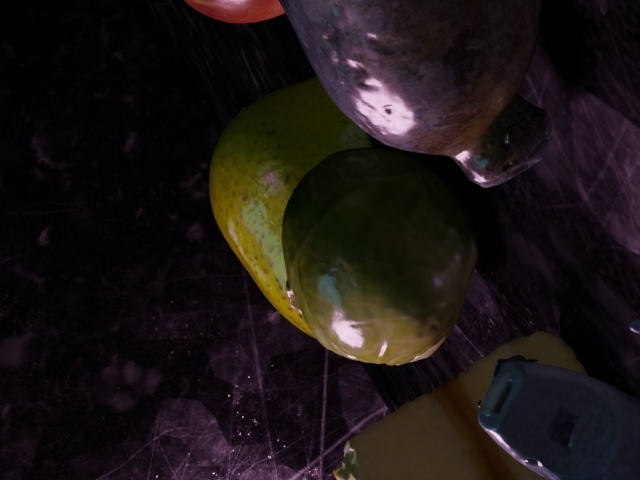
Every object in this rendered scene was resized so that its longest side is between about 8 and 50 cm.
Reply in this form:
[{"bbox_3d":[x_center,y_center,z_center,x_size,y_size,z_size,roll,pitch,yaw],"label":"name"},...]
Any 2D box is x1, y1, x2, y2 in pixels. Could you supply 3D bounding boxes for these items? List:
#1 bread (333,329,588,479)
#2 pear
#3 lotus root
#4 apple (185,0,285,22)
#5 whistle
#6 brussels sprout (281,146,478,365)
[{"bbox_3d":[0.149,0.218,0.953,0.198,0.263,0.236,63,173,3],"label":"bread"},{"bbox_3d":[0.000,0.000,1.229,0.342,0.239,0.318,76,171,-64],"label":"pear"},{"bbox_3d":[0.042,-0.175,0.560,0.349,0.175,0.175,64,172,-32],"label":"lotus root"},{"bbox_3d":[-0.076,-0.308,0.878,0.201,0.162,0.201,162,90,-85],"label":"apple"},{"bbox_3d":[0.215,0.149,0.620,0.269,0.180,0.093,26,-173,-27],"label":"whistle"},{"bbox_3d":[0.057,0.022,0.988,0.244,0.244,0.244,59,172,13],"label":"brussels sprout"}]
